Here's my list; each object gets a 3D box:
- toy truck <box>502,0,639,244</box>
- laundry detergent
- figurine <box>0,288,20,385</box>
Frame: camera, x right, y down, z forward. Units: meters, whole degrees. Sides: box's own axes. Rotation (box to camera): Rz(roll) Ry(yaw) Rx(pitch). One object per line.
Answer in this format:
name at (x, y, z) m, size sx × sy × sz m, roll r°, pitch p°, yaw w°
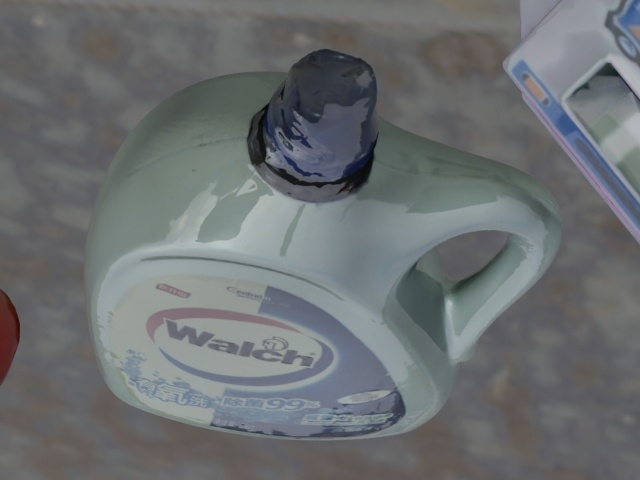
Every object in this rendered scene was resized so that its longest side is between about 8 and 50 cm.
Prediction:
toy truck at (0.125, -0.080, 0.583) m, size 0.268 × 0.124 × 0.155 m, roll 52°, pitch 143°, yaw 7°
laundry detergent at (0.000, 0.000, 0.934) m, size 0.215 × 0.105 × 0.280 m, roll 9°, pitch 151°, yaw -9°
figurine at (-0.203, 0.013, 0.596) m, size 0.173 × 0.173 × 0.173 m, roll 12°, pitch 147°, yaw 8°
